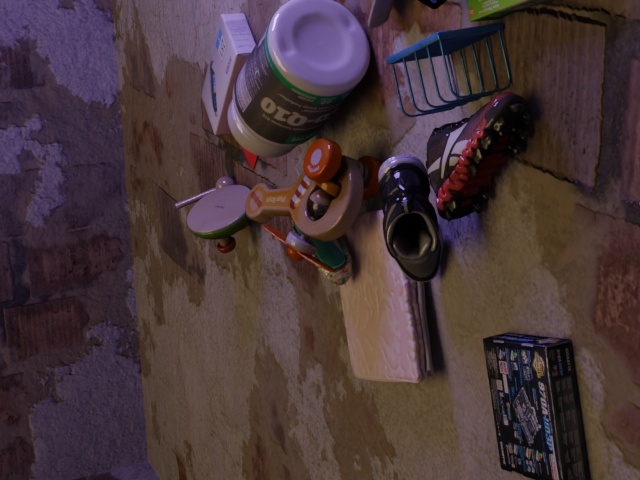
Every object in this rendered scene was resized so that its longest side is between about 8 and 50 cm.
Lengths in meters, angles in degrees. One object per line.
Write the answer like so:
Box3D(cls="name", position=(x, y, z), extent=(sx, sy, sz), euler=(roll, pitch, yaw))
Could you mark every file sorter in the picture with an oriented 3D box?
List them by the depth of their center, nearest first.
Box3D(cls="file sorter", position=(0.202, -0.262, 1.684), extent=(0.170, 0.118, 0.105), euler=(-12, 92, 67))

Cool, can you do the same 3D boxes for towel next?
Box3D(cls="towel", position=(0.116, 0.107, 2.089), extent=(0.317, 0.053, 0.332), euler=(169, 95, -67))

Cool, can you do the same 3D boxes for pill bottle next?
Box3D(cls="pill bottle", position=(-0.057, -0.310, 2.143), extent=(0.361, 0.204, 0.204), euler=(137, 121, -63))

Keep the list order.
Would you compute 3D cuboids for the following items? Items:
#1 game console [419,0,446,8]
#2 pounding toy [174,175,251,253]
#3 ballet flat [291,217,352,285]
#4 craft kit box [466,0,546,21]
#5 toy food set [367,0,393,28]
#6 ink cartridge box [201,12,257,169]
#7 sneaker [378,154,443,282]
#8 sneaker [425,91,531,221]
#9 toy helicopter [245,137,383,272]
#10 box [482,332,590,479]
Box3D(cls="game console", position=(0.183, -0.419, 1.651), extent=(0.107, 0.122, 0.071), euler=(-38, 82, 18))
Box3D(cls="pounding toy", position=(-0.246, -0.053, 2.763), extent=(0.237, 0.183, 0.110), euler=(44, 164, 54))
Box3D(cls="ballet flat", position=(0.000, 0.000, 2.174), extent=(0.077, 0.091, 0.241), euler=(71, 178, -50))
Box3D(cls="craft kit box", position=(0.276, -0.454, 1.519), extent=(0.250, 0.060, 0.247), euler=(180, 84, -66))
Box3D(cls="toy food set", position=(0.059, -0.550, 1.886), extent=(0.306, 0.092, 0.220), euler=(62, 152, 33))
Box3D(cls="ink cartridge box", position=(-0.204, -0.357, 2.634), extent=(0.296, 0.066, 0.261), euler=(113, 142, -52))
Box3D(cls="sneaker", position=(0.152, 0.000, 1.806), extent=(0.153, 0.101, 0.269), euler=(-90, -12, -49))
Box3D(cls="sneaker", position=(0.232, -0.151, 1.676), extent=(0.135, 0.097, 0.276), euler=(66, 154, 25))
Box3D(cls="toy helicopter", position=(-0.040, -0.060, 2.116), extent=(0.355, 0.140, 0.235), euler=(-1, 75, 54))
Box3D(cls="box", position=(0.330, 0.258, 1.671), extent=(0.175, 0.051, 0.220), euler=(176, 85, -66))
